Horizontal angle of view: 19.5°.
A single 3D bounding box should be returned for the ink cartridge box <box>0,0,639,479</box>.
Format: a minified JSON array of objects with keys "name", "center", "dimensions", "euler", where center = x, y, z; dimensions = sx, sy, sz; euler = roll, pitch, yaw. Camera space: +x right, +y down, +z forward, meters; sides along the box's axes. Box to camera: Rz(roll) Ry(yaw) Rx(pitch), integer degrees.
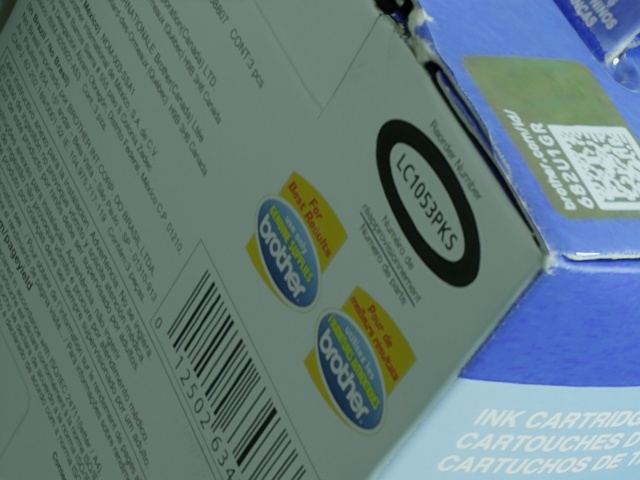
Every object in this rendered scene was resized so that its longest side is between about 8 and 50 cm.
[{"name":"ink cartridge box","center":[0.000,0.000,0.651],"dimensions":[0.151,0.270,0.395],"euler":[-1,138,-37]}]
